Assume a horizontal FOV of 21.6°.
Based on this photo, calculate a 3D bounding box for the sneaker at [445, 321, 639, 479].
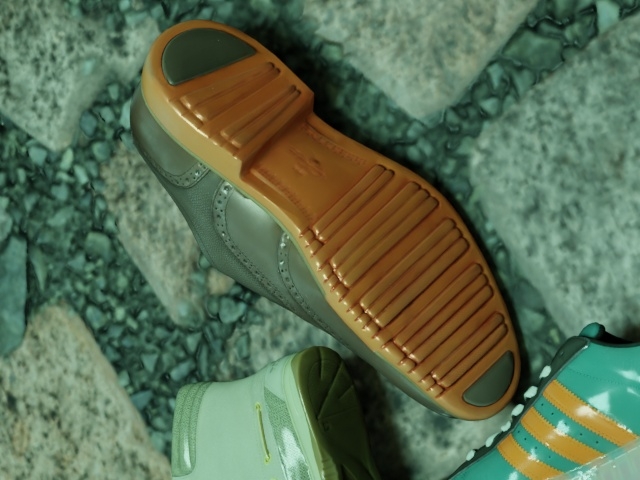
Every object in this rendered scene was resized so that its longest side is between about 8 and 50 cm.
[{"bbox_3d":[0.184,0.129,1.157,0.302,0.108,0.121,-29,63,29],"label":"sneaker"}]

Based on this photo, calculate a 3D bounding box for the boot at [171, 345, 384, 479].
[{"bbox_3d":[-0.031,0.196,1.254,0.165,0.077,0.213,-18,83,43],"label":"boot"}]

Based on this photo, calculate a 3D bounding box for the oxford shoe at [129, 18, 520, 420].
[{"bbox_3d":[0.000,0.000,1.244,0.363,0.130,0.132,48,144,9],"label":"oxford shoe"}]
